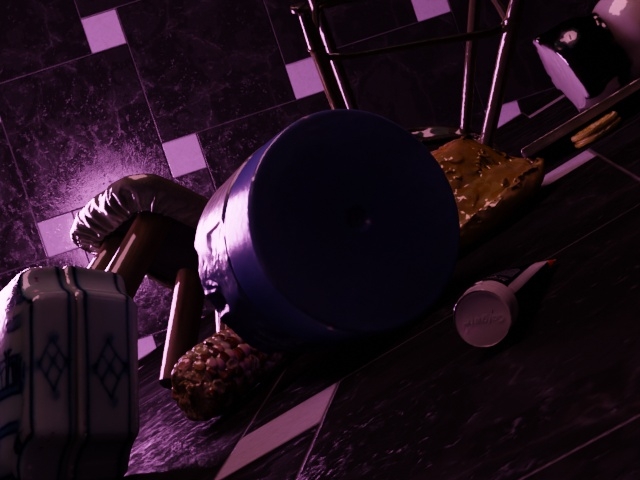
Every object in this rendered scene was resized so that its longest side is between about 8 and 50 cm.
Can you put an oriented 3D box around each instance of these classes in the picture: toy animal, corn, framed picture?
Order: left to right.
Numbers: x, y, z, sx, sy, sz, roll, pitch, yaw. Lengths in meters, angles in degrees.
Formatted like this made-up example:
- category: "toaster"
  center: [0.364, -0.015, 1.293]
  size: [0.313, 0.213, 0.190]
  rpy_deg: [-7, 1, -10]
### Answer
- category: "corn"
  center: [-0.087, 0.145, 1.324]
  size: [0.092, 0.092, 0.280]
  rpy_deg: [-30, 0, 42]
- category: "framed picture"
  center: [0.481, -0.225, 1.705]
  size: [0.324, 0.020, 0.240]
  rpy_deg: [-31, -4, 10]
- category: "toy animal"
  center: [0.521, -0.349, 1.789]
  size: [0.235, 0.165, 0.187]
  rpy_deg: [-29, -8, 2]

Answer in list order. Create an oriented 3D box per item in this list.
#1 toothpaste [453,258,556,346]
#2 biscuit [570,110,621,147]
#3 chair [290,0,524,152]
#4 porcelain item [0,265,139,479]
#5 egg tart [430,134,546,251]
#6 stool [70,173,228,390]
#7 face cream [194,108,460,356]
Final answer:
- category: "toothpaste"
  center: [0.155, 0.043, 0.844]
  size: [0.071, 0.045, 0.193]
  rpy_deg: [-23, 0, 20]
- category: "biscuit"
  center: [0.436, -0.176, 1.597]
  size: [0.084, 0.023, 0.084]
  rpy_deg: [-33, 3, 2]
- category: "chair"
  center: [0.155, -0.284, 1.743]
  size: [0.365, 0.410, 0.362]
  rpy_deg: [-8, 30, 2]
- category: "porcelain item"
  center: [-0.357, 0.191, 1.334]
  size: [0.157, 0.286, 0.281]
  rpy_deg: [6, -18, -32]
- category: "egg tart"
  center: [0.157, -0.049, 1.435]
  size: [0.341, 0.132, 0.341]
  rpy_deg: [-31, 4, 2]
- category: "stool"
  center: [-0.252, 0.075, 1.629]
  size: [0.310, 0.310, 0.226]
  rpy_deg: [-32, 41, 50]
- category: "face cream"
  center: [0.000, 0.000, 1.148]
  size: [0.249, 0.249, 0.225]
  rpy_deg: [-34, 2, -24]
